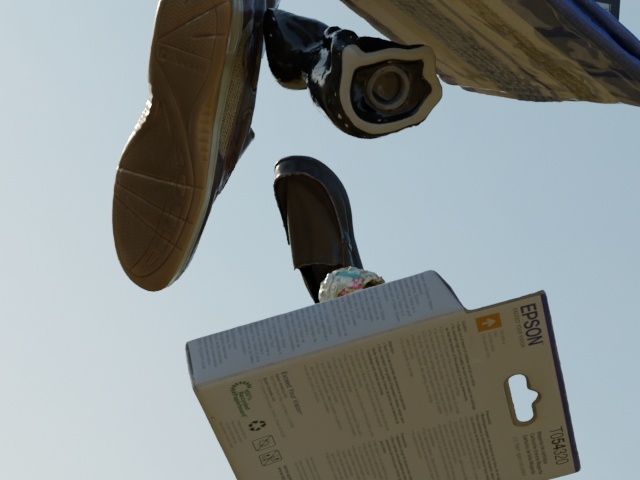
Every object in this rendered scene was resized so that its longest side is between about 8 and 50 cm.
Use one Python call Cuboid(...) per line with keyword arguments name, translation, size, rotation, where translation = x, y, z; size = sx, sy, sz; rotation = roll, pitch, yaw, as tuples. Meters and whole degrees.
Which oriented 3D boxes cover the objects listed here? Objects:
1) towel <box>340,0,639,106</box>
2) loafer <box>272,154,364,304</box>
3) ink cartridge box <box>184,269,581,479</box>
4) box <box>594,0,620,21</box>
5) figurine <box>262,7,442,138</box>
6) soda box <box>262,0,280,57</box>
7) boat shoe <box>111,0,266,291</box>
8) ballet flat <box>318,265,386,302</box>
Cuboid(name="towel", translation=(0.131, -0.166, 1.455), size=(0.209, 0.034, 0.285), rotation=(33, -11, -33))
Cuboid(name="loafer", translation=(0.000, 0.000, 2.254), size=(0.080, 0.078, 0.220), rotation=(-11, -62, 23))
Cuboid(name="ink cartridge box", translation=(0.069, 0.161, 1.825), size=(0.330, 0.071, 0.324), rotation=(-16, -39, 2))
Cuboid(name="box", translation=(0.194, -0.259, 1.529), size=(0.036, 0.207, 0.114), rotation=(5, -1, -36))
Cuboid(name="figurine", translation=(-0.004, -0.201, 1.482), size=(0.092, 0.214, 0.209), rotation=(-17, 20, -20))
Cuboid(name="soda box", translation=(-0.067, -0.288, 2.067), size=(0.060, 0.169, 0.053), rotation=(16, -3, 4))
Cuboid(name="boat shoe", translation=(-0.102, -0.092, 1.602), size=(0.103, 0.285, 0.092), rotation=(25, 23, 34))
Cuboid(name="ballet flat", translation=(0.089, 0.124, 2.088), size=(0.241, 0.091, 0.077), rotation=(48, -34, -22))
